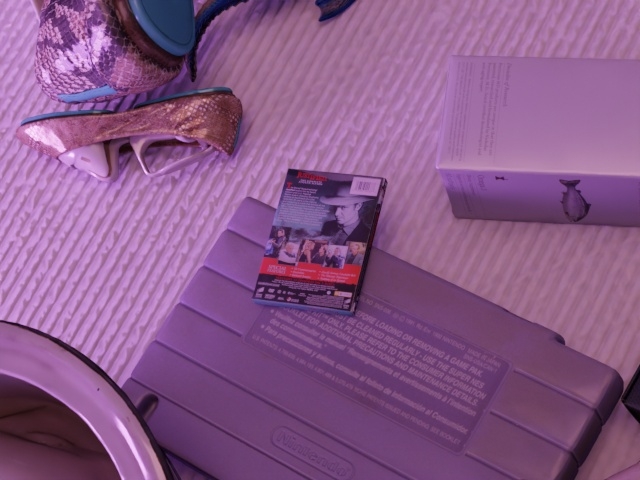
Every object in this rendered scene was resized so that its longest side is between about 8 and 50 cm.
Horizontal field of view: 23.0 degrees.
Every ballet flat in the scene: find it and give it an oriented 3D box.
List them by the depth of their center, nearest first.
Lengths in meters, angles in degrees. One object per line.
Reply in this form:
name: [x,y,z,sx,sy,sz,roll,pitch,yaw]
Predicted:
ballet flat: [-0.168,-0.086,1.375,0.206,0.073,0.067,-9,81,13]
ballet flat: [-0.203,-0.337,1.439,0.182,0.164,0.483,-16,59,30]

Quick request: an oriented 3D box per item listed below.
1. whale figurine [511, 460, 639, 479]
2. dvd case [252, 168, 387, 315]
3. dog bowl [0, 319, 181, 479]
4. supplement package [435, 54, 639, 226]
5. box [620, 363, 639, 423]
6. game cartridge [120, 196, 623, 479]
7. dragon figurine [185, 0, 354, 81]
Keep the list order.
whale figurine: [0.214,0.235,1.080,0.216,0.141,0.272,29,73,22]
dvd case: [0.000,0.000,1.266,0.087,0.013,0.119,6,68,20]
dog bowl: [-0.263,0.271,1.180,0.408,0.150,0.408,-5,72,16]
supplement package: [0.193,-0.079,1.267,0.179,0.105,0.105,3,68,15]
box: [0.362,0.091,1.142,0.233,0.059,0.183,22,74,43]
game cartridge: [0.032,0.124,1.236,0.355,0.068,0.230,26,72,27]
dragon figurine: [-0.008,-0.255,1.396,0.144,0.085,0.289,27,75,22]
